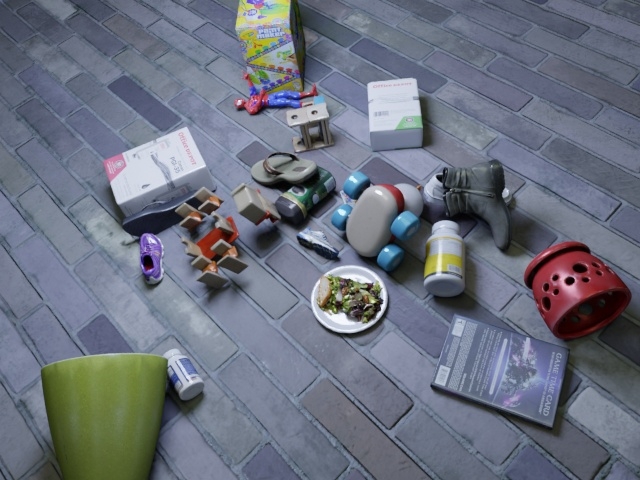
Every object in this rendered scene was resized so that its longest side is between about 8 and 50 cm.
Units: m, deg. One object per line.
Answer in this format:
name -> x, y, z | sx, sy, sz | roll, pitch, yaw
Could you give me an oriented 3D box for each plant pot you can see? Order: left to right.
plant pot -> -0.473, 0.424, 1.288 | 0.275, 0.275, 0.293 | -9, 70, 3
plant pot -> 0.587, 0.107, 1.355 | 0.191, 0.191, 0.174 | -17, 52, -3

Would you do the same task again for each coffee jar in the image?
coffee jar -> -0.046, -0.131, 1.689 | 0.096, 0.079, 0.184 | 31, 64, 32

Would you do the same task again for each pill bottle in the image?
pill bottle -> -0.341, 0.326, 1.428 | 0.067, 0.067, 0.120 | -34, 57, -14
pill bottle -> 0.320, 0.044, 1.493 | 0.103, 0.103, 0.184 | 3, 56, 11

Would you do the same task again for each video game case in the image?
video game case -> 0.116, -0.109, 1.690 | 0.087, 0.011, 0.122 | -18, 55, -3
video game case -> 0.417, 0.296, 1.351 | 0.274, 0.026, 0.196 | 17, 60, 18

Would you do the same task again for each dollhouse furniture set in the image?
dollhouse furniture set -> -0.254, -0.030, 1.619 | 0.259, 0.135, 0.262 | -37, 54, 15
dollhouse furniture set -> -0.043, -0.394, 1.841 | 0.129, 0.129, 0.183 | -12, 55, 1

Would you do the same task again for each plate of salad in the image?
plate of salad -> 0.073, 0.143, 1.499 | 0.200, 0.048, 0.200 | -4, 54, 6

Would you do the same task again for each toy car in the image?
toy car -> 0.197, -0.072, 1.577 | 0.238, 0.210, 0.219 | -22, 53, -41

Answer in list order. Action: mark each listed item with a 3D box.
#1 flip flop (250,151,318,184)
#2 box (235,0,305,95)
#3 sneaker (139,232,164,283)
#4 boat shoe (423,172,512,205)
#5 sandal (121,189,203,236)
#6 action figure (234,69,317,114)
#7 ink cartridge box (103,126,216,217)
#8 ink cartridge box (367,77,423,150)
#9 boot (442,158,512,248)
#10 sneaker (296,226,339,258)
flip flop -> -0.116, -0.222, 1.720 | 0.112, 0.080, 0.277 | -49, 33, -20
box -> -0.159, -0.701, 1.983 | 0.177, 0.279, 0.290 | -4, 54, 6
sneaker -> -0.481, 0.040, 1.648 | 0.068, 0.071, 0.170 | -19, 54, -4
boat shoe -> 0.412, -0.135, 1.576 | 0.258, 0.084, 0.095 | 0, 55, -16
sandal -> -0.462, -0.083, 1.723 | 0.254, 0.097, 0.054 | -23, 55, -20
action figure -> -0.158, -0.497, 1.933 | 0.280, 0.139, 0.091 | -8, 53, 7
ink cartridge box -> -0.492, -0.202, 1.789 | 0.283, 0.117, 0.207 | -25, 55, -8
ink cartridge box -> 0.231, -0.395, 1.819 | 0.160, 0.092, 0.219 | -3, 55, 7
boot -> 0.401, -0.084, 1.517 | 0.161, 0.246, 0.083 | -13, 10, 1
sneaker -> 0.000, 0.000, 1.610 | 0.135, 0.052, 0.058 | 29, 60, 25
